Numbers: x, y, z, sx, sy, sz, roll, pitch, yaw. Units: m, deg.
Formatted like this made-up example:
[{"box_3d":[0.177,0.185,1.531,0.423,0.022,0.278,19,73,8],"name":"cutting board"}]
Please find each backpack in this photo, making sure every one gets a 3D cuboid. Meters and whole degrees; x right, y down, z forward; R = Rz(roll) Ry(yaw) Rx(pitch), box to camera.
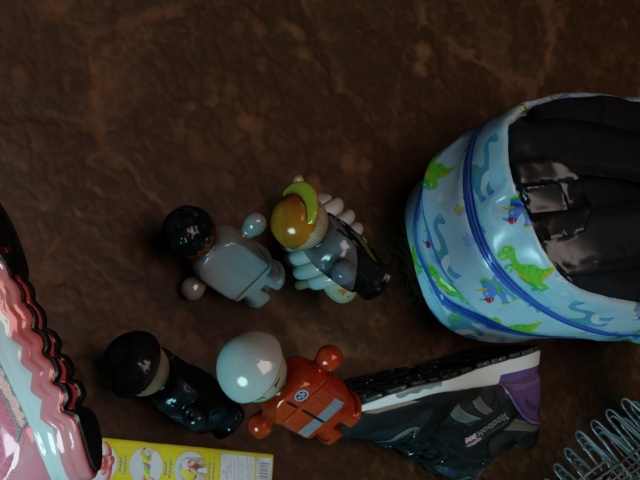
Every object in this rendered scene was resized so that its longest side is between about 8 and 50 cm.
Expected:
[{"box_3d":[0.260,-0.016,1.432,0.356,0.273,0.290,2,73,-57],"name":"backpack"}]

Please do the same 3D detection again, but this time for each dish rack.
[{"box_3d":[0.299,0.229,1.444,0.272,0.208,0.074,-29,63,-27],"name":"dish rack"}]

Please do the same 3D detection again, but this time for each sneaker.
[{"box_3d":[0.119,0.184,1.374,0.283,0.107,0.124,-8,93,-36],"name":"sneaker"},{"box_3d":[-0.289,0.065,1.095,0.136,0.116,0.313,-25,82,-3],"name":"sneaker"}]

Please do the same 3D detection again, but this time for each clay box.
[{"box_3d":[-0.149,0.238,1.198,0.222,0.053,0.127,12,75,-32],"name":"clay box"}]

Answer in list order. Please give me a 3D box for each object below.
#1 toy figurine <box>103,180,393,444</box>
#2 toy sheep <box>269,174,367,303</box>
[{"box_3d":[-0.063,0.063,1.193,0.148,0.213,0.209,35,63,-41],"name":"toy figurine"},{"box_3d":[0.000,0.000,1.327,0.091,0.091,0.132,-35,102,-35],"name":"toy sheep"}]
